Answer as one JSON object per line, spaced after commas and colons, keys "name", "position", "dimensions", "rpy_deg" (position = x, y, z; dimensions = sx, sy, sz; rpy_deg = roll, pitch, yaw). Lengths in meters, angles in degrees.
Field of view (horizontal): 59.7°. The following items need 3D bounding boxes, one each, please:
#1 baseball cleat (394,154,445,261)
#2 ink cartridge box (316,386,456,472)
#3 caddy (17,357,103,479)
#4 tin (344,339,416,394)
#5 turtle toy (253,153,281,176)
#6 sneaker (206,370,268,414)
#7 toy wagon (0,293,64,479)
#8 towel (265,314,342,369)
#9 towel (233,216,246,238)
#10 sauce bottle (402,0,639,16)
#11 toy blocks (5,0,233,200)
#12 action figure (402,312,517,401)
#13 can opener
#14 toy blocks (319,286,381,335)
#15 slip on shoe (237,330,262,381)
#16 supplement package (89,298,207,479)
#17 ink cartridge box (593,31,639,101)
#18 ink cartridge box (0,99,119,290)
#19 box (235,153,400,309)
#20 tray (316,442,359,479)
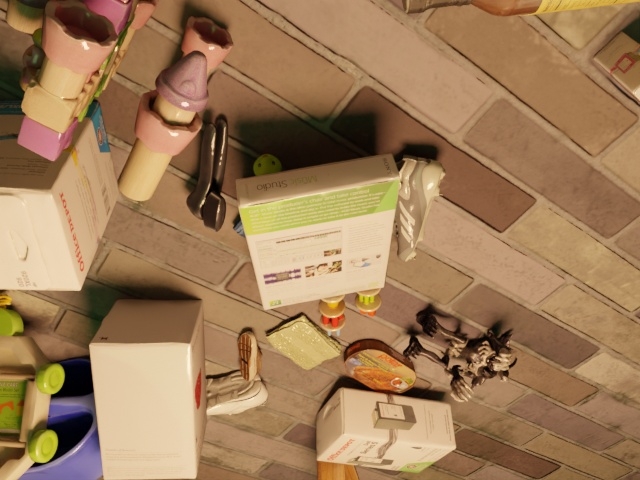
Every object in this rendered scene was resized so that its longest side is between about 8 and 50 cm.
{"name": "baseball cleat", "position": [0.139, -0.057, 0.945], "dimensions": [0.109, 0.072, 0.206], "rpy_deg": [16, 127, 4]}
{"name": "ink cartridge box", "position": [0.144, 0.449, 1.308], "dimensions": [0.273, 0.114, 0.198], "rpy_deg": [12, 140, -13]}
{"name": "caddy", "position": [-0.573, 0.379, 1.150], "dimensions": [0.341, 0.241, 0.179], "rpy_deg": [-14, 134, 8]}
{"name": "tin", "position": [0.133, 0.282, 1.238], "dimensions": [0.106, 0.040, 0.190], "rpy_deg": [-36, 124, 29]}
{"name": "turtle toy", "position": [-0.078, -0.076, 0.898], "dimensions": [0.095, 0.066, 0.130], "rpy_deg": [-10, 109, -2]}
{"name": "sneaker", "position": [-0.236, 0.362, 1.258], "dimensions": [0.235, 0.090, 0.095], "rpy_deg": [-9, 139, 6]}
{"name": "toy wagon", "position": [-0.608, 0.272, 1.044], "dimensions": [0.267, 0.344, 0.068], "rpy_deg": [-1, 168, 13]}
{"name": "towel", "position": [-0.035, 0.220, 1.182], "dimensions": [0.110, 0.027, 0.148], "rpy_deg": [-31, 125, 22]}
{"name": "towel", "position": [-0.089, -0.014, 0.982], "dimensions": [0.119, 0.029, 0.067], "rpy_deg": [26, 125, -23]}
{"name": "sauce bottle", "position": [0.272, -0.336, 0.680], "dimensions": [0.344, 0.111, 0.111], "rpy_deg": [-4, 130, 2]}
{"name": "toy blocks", "position": [-0.245, -0.259, 0.605], "dimensions": [0.309, 0.288, 0.260], "rpy_deg": [26, 128, -19]}
{"name": "action figure", "position": [0.312, 0.253, 1.159], "dimensions": [0.276, 0.141, 0.164], "rpy_deg": [23, 114, -19]}
{"name": "can opener", "position": [-0.170, -0.106, 0.886], "dimensions": [0.073, 0.059, 0.186], "rpy_deg": [21, 120, 14]}
{"name": "toy blocks", "position": [0.059, 0.136, 1.099], "dimensions": [0.123, 0.054, 0.148], "rpy_deg": [-9, 139, -5]}
{"name": "slip on shoe", "position": [-0.145, 0.242, 1.189], "dimensions": [0.041, 0.051, 0.135], "rpy_deg": [-24, 131, -36]}
{"name": "supplement package", "position": [-0.316, 0.280, 1.066], "dimensions": [0.175, 0.177, 0.293], "rpy_deg": [1, 110, -4]}
{"name": "ink cartridge box", "position": [0.449, -0.225, 0.773], "dimensions": [0.088, 0.122, 0.052], "rpy_deg": [29, 123, -25]}
{"name": "ink cartridge box", "position": [-0.407, -0.068, 0.785], "dimensions": [0.168, 0.232, 0.171], "rpy_deg": [1, 130, -4]}
{"name": "box", "position": [0.000, 0.000, 0.908], "dimensions": [0.232, 0.058, 0.322], "rpy_deg": [-10, 148, -6]}
{"name": "tray", "position": [0.063, 0.692, 1.469], "dimensions": [0.076, 0.203, 0.411], "rpy_deg": [-11, 130, 7]}
